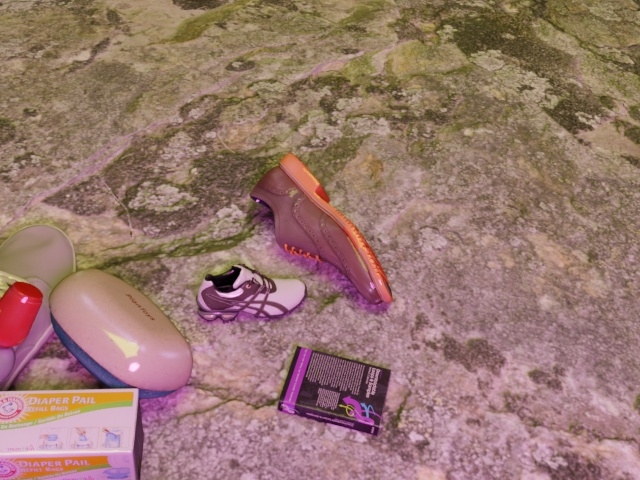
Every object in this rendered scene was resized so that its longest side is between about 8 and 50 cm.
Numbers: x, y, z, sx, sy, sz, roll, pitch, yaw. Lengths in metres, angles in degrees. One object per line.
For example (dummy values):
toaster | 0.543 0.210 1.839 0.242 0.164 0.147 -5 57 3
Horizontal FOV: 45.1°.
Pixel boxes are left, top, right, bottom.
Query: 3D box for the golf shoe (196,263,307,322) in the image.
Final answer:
golf shoe | -0.112 0.084 1.316 0.198 0.094 0.077 -9 43 -21

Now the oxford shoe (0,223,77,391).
oxford shoe | -0.503 0.110 1.197 0.169 0.130 0.449 10 40 4

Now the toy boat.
toy boat | -0.355 0.144 1.128 0.267 0.148 0.318 39 13 32

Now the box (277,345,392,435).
box | 0.025 0.235 1.215 0.162 0.029 0.116 13 42 7

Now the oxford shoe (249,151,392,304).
oxford shoe | 0.000 0.000 1.438 0.132 0.130 0.364 -38 60 -1

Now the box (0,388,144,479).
box | -0.349 0.276 1.044 0.203 0.114 0.103 0 42 -7
